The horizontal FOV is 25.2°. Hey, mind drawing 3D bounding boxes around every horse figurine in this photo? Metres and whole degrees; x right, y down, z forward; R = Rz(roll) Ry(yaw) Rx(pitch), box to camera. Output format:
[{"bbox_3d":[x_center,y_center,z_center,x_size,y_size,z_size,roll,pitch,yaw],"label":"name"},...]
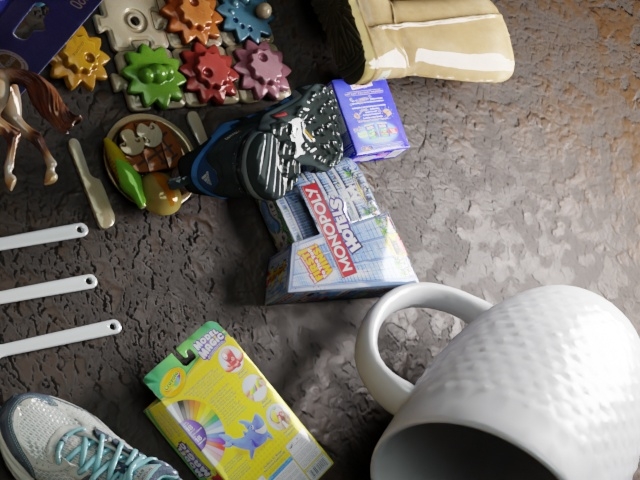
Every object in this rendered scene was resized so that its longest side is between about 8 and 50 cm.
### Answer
[{"bbox_3d":[-0.387,-0.119,1.526,0.263,0.066,0.174,-20,84,-2],"label":"horse figurine"}]

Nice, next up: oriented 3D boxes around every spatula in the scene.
[{"bbox_3d":[-0.342,0.057,1.563,0.242,0.019,0.168,-12,77,-35],"label":"spatula"}]

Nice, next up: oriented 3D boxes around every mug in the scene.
[{"bbox_3d":[0.213,0.188,1.727,0.374,0.276,0.328,33,46,8],"label":"mug"}]

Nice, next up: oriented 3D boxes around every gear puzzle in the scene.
[{"bbox_3d":[-0.188,-0.246,1.770,0.339,0.044,0.175,-9,76,-35],"label":"gear puzzle"}]

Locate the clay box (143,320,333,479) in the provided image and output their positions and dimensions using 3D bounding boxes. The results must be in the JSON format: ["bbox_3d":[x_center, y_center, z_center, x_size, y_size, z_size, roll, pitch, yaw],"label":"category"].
[{"bbox_3d":[-0.101,0.213,1.631,0.222,0.053,0.127,51,53,-3],"label":"clay box"}]

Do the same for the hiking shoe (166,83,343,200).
[{"bbox_3d":[-0.067,-0.124,1.737,0.304,0.132,0.113,-33,119,-65],"label":"hiking shoe"}]

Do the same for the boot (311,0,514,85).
[{"bbox_3d":[0.121,-0.316,1.940,0.269,0.089,0.236,-9,83,-37],"label":"boot"}]

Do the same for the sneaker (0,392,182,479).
[{"bbox_3d":[-0.209,0.246,1.505,0.283,0.122,0.110,40,54,-13],"label":"sneaker"}]

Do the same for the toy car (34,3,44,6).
[{"bbox_3d":[-0.293,-0.440,1.700,0.219,0.210,0.238,55,39,-14],"label":"toy car"}]

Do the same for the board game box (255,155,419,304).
[{"bbox_3d":[0.000,0.000,1.780,0.194,0.060,0.194,-19,82,-37],"label":"board game box"}]

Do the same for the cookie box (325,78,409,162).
[{"bbox_3d":[0.058,-0.161,1.894,0.092,0.040,0.107,-10,77,-35],"label":"cookie box"}]

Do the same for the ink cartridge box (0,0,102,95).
[{"bbox_3d":[-0.411,-0.267,1.461,0.330,0.324,0.071,31,58,-18],"label":"ink cartridge box"}]

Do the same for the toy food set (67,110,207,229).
[{"bbox_3d":[-0.195,-0.093,1.706,0.192,0.038,0.132,-19,82,-37],"label":"toy food set"}]
